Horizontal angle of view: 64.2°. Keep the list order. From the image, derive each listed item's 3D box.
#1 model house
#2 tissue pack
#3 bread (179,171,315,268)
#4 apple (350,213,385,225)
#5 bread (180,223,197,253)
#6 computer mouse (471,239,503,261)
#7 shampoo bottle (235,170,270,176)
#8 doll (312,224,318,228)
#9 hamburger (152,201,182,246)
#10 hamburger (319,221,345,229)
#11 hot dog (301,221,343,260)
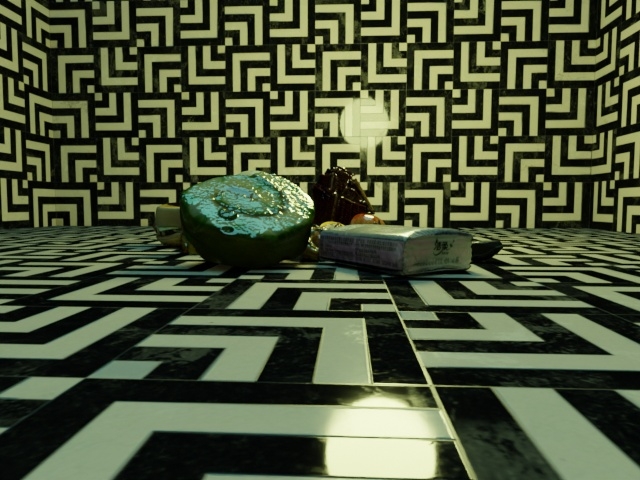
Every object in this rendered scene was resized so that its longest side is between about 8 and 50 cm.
[{"bbox_3d":[0.103,-0.162,2.205,0.296,0.318,0.282,12,3,11],"label":"model house"},{"bbox_3d":[0.192,0.017,1.377,0.259,0.122,0.361,-5,8,-35],"label":"tissue pack"},{"bbox_3d":[-0.201,-0.077,1.443,0.365,0.129,0.382,16,34,4],"label":"bread"},{"bbox_3d":[0.183,-0.032,1.974,0.146,0.131,0.146,11,-6,1],"label":"apple"},{"bbox_3d":[-0.421,-0.042,1.746,0.103,0.172,0.132,0,4,33],"label":"bread"},{"bbox_3d":[0.452,0.032,1.537,0.192,0.062,0.105,-4,2,29],"label":"computer mouse"},{"bbox_3d":[-0.305,-0.172,2.450,0.322,0.323,0.317,1,-18,18],"label":"shampoo bottle"},{"bbox_3d":[-0.086,-0.035,2.209,0.277,0.119,0.154,9,0,-31],"label":"doll"},{"bbox_3d":[-0.522,-0.071,2.049,0.301,0.171,0.302,-5,11,1],"label":"hamburger"},{"bbox_3d":[0.044,-0.020,2.022,0.141,0.082,0.126,27,34,31],"label":"hamburger"},{"bbox_3d":[0.000,-0.003,1.633,0.175,0.114,0.259,1,4,-3],"label":"hot dog"}]
